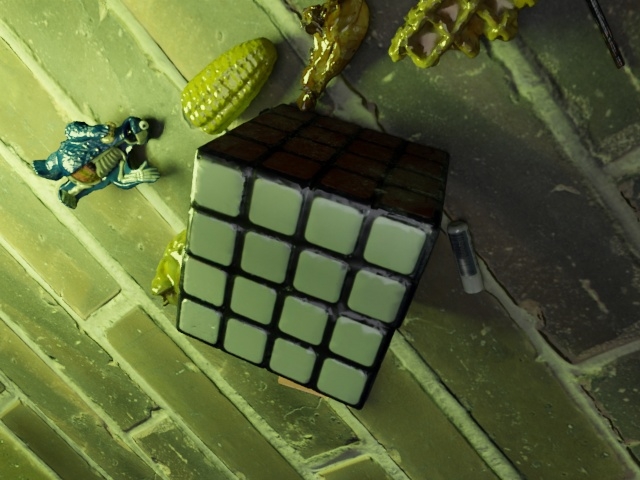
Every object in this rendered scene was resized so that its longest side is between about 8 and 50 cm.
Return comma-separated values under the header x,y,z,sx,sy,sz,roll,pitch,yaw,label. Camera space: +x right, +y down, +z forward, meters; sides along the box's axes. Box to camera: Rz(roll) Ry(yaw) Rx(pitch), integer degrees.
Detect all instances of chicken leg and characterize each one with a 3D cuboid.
x,y,z,sx,sy,sz,roll,pitch,yaw,label
0.002,-0.313,0.805,0.101,0.085,0.207,17,127,-20,chicken leg

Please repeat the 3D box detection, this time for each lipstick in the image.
x,y,z,sx,sy,sz,roll,pitch,yaw,label
0.273,0.032,0.913,0.040,0.040,0.141,-12,112,24,lipstick

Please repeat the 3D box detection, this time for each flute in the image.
x,y,z,sx,sy,sz,roll,pitch,yaw,label
0.375,-0.367,0.692,0.014,0.014,0.269,-27,105,28,flute

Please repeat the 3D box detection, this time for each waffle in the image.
x,y,z,sx,sy,sz,roll,pitch,yaw,label
0.156,-0.409,0.644,0.261,0.151,0.324,-23,122,24,waffle

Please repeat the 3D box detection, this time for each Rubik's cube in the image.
x,y,z,sx,sy,sz,roll,pitch,yaw,label
0.000,0.000,0.817,0.344,0.344,0.337,20,121,10,Rubik's cube

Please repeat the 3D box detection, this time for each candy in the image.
x,y,z,sx,sy,sz,roll,pitch,yaw,label
-0.156,-0.286,0.872,0.199,0.094,0.106,-34,100,23,candy

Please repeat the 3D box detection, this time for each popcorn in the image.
x,y,z,sx,sy,sz,roll,pitch,yaw,label
-0.242,0.074,1.039,0.189,0.169,0.218,-25,95,21,popcorn

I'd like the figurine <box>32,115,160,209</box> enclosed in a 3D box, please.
x,y,z,sx,sy,sz,roll,pitch,yaw,label
-0.462,-0.181,1.022,0.262,0.120,0.164,-17,117,8,figurine

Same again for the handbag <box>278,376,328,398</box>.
x,y,z,sx,sy,sz,roll,pitch,yaw,label
-0.021,0.252,1.115,0.157,0.059,0.212,12,117,12,handbag
